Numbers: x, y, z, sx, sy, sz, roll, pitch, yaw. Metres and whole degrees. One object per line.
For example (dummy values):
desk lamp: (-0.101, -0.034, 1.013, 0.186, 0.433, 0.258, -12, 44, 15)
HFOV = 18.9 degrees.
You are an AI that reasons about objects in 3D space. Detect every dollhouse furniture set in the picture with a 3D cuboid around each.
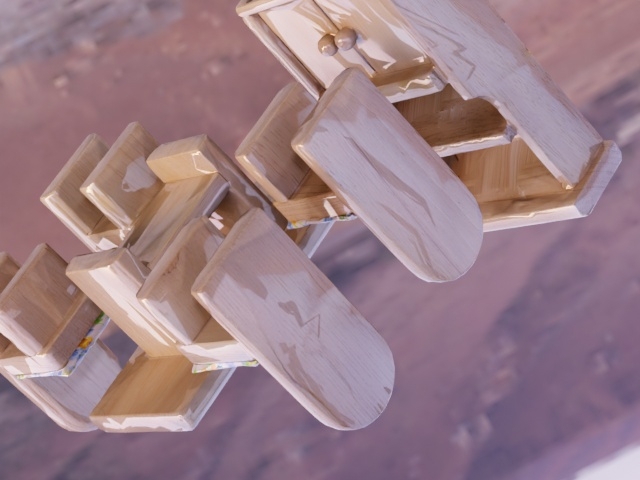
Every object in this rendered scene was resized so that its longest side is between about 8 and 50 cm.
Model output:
dollhouse furniture set: (0.000, 0.000, 0.844, 0.212, 0.161, 0.242, -9, -139, 53)
